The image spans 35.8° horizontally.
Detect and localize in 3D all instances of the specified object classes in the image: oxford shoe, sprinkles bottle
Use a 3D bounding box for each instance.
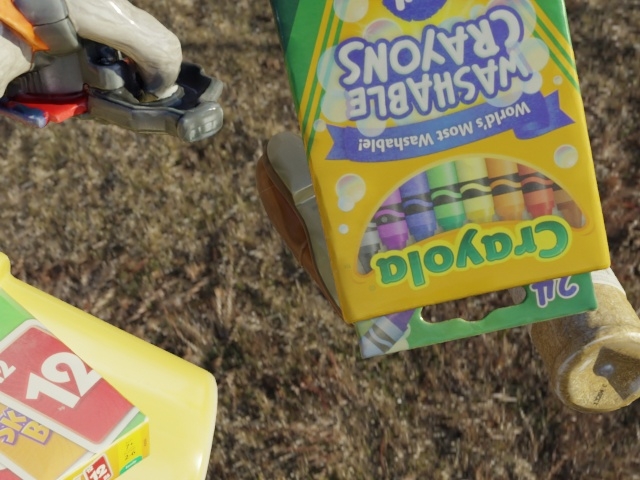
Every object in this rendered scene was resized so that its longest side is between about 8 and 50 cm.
[{"bbox_3d":[0.000,0.000,0.972,0.076,0.076,0.212,-18,72,-33],"label":"oxford shoe"},{"bbox_3d":[0.276,0.039,1.172,0.121,0.121,0.355,-13,37,0],"label":"sprinkles bottle"}]

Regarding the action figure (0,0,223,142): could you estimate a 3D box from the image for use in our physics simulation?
[{"bbox_3d":[-0.194,-0.208,0.698,0.341,0.179,0.330,14,51,23],"label":"action figure"}]

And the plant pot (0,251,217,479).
[{"bbox_3d":[-0.204,0.140,0.656,0.238,0.254,0.254,16,52,-11],"label":"plant pot"}]

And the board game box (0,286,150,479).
[{"bbox_3d":[-0.215,0.055,0.492,0.259,0.039,0.124,32,45,30],"label":"board game box"}]

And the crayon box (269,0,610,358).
[{"bbox_3d":[0.093,-0.070,0.746,0.203,0.323,0.083,-13,10,4],"label":"crayon box"}]
